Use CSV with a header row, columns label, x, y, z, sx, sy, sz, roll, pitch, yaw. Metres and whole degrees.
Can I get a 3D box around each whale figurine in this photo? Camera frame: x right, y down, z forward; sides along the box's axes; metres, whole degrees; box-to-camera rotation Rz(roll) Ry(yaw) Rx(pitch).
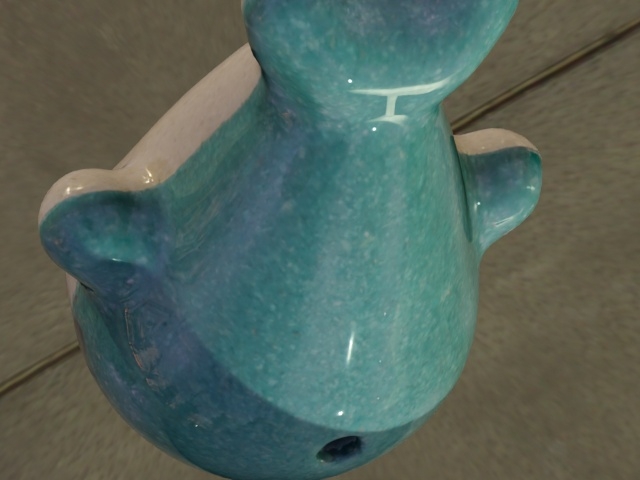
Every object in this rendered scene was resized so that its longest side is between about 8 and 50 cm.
label,x,y,z,sx,sy,sz,roll,pitch,yaw
whale figurine,0.000,0.000,0.699,0.216,0.272,0.141,-6,59,-23
